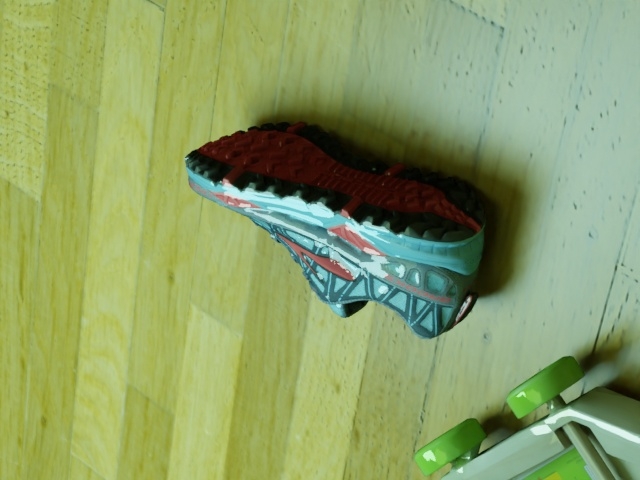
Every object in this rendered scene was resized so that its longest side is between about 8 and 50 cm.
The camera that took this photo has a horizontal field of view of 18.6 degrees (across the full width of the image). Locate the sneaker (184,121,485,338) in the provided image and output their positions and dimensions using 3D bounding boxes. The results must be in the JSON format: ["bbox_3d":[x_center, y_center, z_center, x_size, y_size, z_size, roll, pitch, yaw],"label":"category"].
[{"bbox_3d":[0.000,0.000,1.435,0.262,0.104,0.125,23,127,36],"label":"sneaker"}]

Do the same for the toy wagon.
[{"bbox_3d":[0.174,0.243,1.414,0.267,0.068,0.344,58,139,6],"label":"toy wagon"}]
